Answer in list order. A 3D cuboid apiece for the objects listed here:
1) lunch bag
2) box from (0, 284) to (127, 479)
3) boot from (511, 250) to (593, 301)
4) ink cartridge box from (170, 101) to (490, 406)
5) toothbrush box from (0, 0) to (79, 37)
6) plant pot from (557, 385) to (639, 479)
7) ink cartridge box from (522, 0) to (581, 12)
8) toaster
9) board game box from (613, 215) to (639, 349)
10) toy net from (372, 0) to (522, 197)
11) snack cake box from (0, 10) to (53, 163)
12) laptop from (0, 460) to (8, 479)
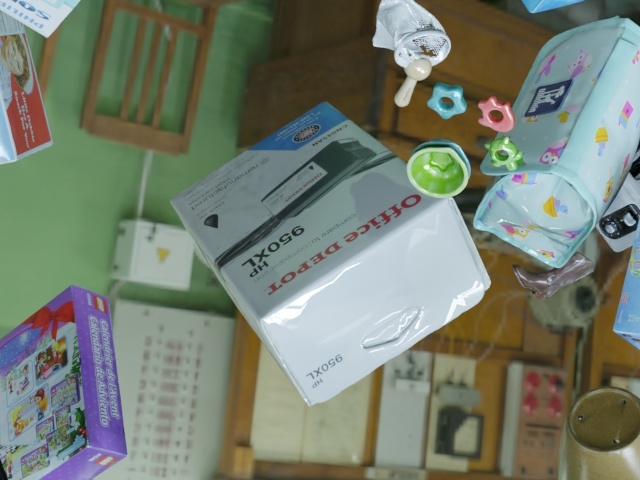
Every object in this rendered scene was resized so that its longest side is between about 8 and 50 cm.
[{"bbox_3d":[0.297,-0.118,1.268,0.160,0.223,0.262,27,164,11],"label":"lunch bag"},{"bbox_3d":[-0.339,0.208,1.179,0.293,0.201,0.057,-35,141,25],"label":"box"},{"bbox_3d":[0.387,0.045,1.761,0.114,0.037,0.106,-33,133,24],"label":"boot"},{"bbox_3d":[0.000,0.000,1.451,0.166,0.285,0.395,62,171,-33],"label":"ink cartridge box"},{"bbox_3d":[-0.261,-0.326,0.913,0.216,0.126,0.295,30,156,-24],"label":"toothbrush box"},{"bbox_3d":[0.474,0.347,1.677,0.237,0.237,0.254,2,141,28],"label":"plant pot"},{"bbox_3d":[0.147,-0.207,0.614,0.052,0.088,0.122,-18,160,-28],"label":"ink cartridge box"},{"bbox_3d":[0.529,-0.098,1.800,0.186,0.168,0.110,-37,-178,-31],"label":"toaster"},{"bbox_3d":[0.404,0.059,1.211,0.039,0.160,0.211,7,165,40],"label":"board game box"},{"bbox_3d":[0.125,-0.150,1.099,0.122,0.045,0.232,-6,128,29],"label":"toy net"},{"bbox_3d":[-0.441,-0.234,1.384,0.089,0.264,0.152,-10,-168,5],"label":"snack cake box"},{"bbox_3d":[-0.364,0.296,0.621,0.408,0.382,0.236,-20,-179,-15],"label":"laptop"}]
